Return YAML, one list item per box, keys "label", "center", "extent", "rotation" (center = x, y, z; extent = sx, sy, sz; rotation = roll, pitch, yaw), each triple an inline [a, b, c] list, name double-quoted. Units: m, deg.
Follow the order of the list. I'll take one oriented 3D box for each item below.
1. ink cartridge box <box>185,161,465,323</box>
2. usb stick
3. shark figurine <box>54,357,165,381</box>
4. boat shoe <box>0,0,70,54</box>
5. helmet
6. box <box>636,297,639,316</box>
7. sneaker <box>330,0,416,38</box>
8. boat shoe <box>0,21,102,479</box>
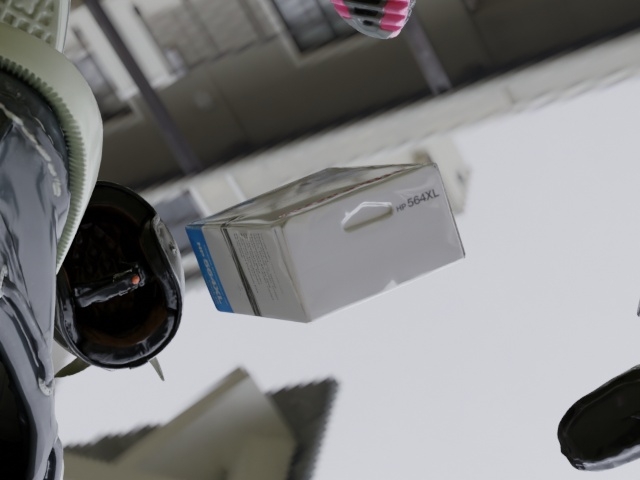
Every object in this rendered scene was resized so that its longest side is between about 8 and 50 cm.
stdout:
- label: "ink cartridge box"
  center: [0.000, 0.000, 1.350]
  extent: [0.148, 0.086, 0.203]
  rotation: [-22, -170, -21]
- label: "usb stick"
  center: [0.208, 0.090, 0.985]
  extent: [0.077, 0.045, 0.278]
  rotation: [-35, 168, 21]
- label: "shark figurine"
  center: [-0.269, 0.123, 1.940]
  extent: [0.116, 0.166, 0.278]
  rotation: [-28, -177, 4]
- label: "boat shoe"
  center: [-0.327, -0.320, 1.424]
  extent: [0.187, 0.500, 0.156]
  rotation: [-15, 178, -9]
- label: "helmet"
  center: [-0.212, 0.032, 1.639]
  extent: [0.169, 0.169, 0.161]
  rotation: [-33, -146, -3]
- label: "box"
  center: [0.439, 0.027, 1.595]
  extent: [0.247, 0.163, 0.142]
  rotation: [15, -101, 10]
- label: "sneaker"
  center: [0.031, -0.147, 0.760]
  extent: [0.047, 0.119, 0.057]
  rotation: [20, -132, 24]
- label: "boat shoe"
  center: [-0.165, 0.077, 0.678]
  extent: [0.113, 0.127, 0.340]
  rotation: [-73, -174, -51]
